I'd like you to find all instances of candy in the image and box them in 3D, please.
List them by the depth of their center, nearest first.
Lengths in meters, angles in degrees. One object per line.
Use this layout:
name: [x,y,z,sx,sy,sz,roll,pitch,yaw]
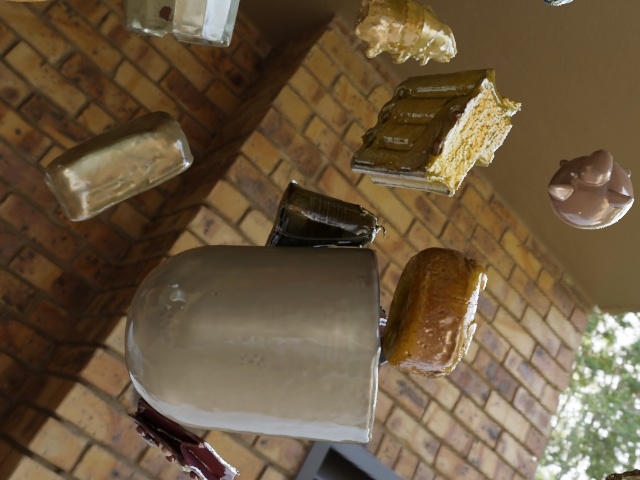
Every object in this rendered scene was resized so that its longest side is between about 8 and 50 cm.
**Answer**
candy: [-0.325,-0.124,1.096,0.102,0.234,0.104,24,-42,56]

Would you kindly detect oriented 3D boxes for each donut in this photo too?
donut: [0.180,0.115,1.086,0.113,0.227,0.226,17,-26,-3]

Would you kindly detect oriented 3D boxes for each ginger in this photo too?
ginger: [0.121,-0.315,0.997,0.205,0.115,0.081,32,-41,-24]

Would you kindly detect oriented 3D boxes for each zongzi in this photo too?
zongzi: [0.000,0.000,1.193,0.187,0.084,0.184,18,-49,-9]

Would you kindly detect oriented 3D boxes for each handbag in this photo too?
handbag: [-0.294,0.437,1.415,0.216,0.074,0.203,22,-29,33]

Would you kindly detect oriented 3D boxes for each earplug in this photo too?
earplug: [-0.107,0.153,1.087,0.394,0.313,0.313,5,-29,1]

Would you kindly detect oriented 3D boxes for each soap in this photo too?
soap: [0.221,-0.217,1.379,0.143,0.259,0.281,41,-11,-31]

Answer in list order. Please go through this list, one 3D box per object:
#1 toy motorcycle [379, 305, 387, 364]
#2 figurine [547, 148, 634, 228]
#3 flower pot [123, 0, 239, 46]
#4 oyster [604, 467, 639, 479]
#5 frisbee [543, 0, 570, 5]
toy motorcycle: [0.120,0.223,1.564,0.401,0.207,0.134,8,-39,-48]
figurine: [0.409,-0.077,1.020,0.125,0.125,0.138,21,12,20]
flower pot: [-0.232,-0.481,1.170,0.290,0.259,0.290,9,9,-2]
oyster: [0.195,0.193,0.440,0.148,0.103,0.051,10,11,-6]
frisbee: [0.527,-0.622,1.419,0.045,0.242,0.242,30,-18,50]
